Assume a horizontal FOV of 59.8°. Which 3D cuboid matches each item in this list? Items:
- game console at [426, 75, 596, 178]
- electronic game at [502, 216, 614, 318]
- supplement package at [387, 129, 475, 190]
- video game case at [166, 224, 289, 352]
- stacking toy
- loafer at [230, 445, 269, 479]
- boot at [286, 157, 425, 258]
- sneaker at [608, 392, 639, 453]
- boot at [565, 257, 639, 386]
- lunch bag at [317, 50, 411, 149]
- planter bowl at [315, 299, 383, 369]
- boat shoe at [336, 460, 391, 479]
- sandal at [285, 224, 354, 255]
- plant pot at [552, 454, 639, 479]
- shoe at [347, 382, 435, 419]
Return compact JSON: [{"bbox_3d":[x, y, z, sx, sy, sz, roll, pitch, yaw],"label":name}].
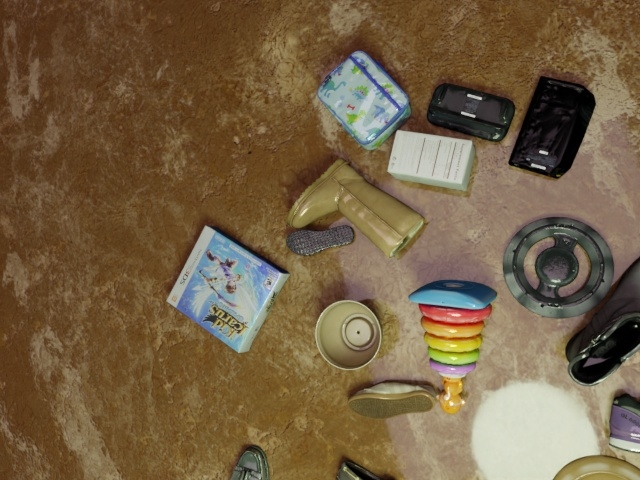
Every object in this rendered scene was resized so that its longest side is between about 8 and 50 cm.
[{"bbox_3d":[0.434,-0.295,1.309,0.361,0.044,0.213,22,91,20],"label":"game console"},{"bbox_3d":[0.526,0.059,1.239,0.229,0.048,0.230,-5,76,18],"label":"electronic game"},{"bbox_3d":[0.266,-0.190,1.325,0.179,0.105,0.105,13,90,20],"label":"supplement package"},{"bbox_3d":[-0.255,0.128,1.510,0.269,0.061,0.244,30,97,19],"label":"video game case"},{"bbox_3d":[0.302,0.248,1.263,0.175,0.165,0.302,3,97,30],"label":"stacking toy"},{"bbox_3d":[-0.196,0.672,1.427,0.096,0.084,0.268,8,88,20],"label":"loafer"},{"bbox_3d":[0.081,-0.051,1.377,0.269,0.089,0.236,42,89,18],"label":"boot"},{"bbox_3d":[0.736,0.376,1.109,0.283,0.107,0.124,5,81,20],"label":"sneaker"},{"bbox_3d":[0.625,0.152,1.102,0.118,0.222,0.338,37,98,20],"label":"boot"},{"bbox_3d":[0.113,-0.357,1.407,0.176,0.090,0.219,-40,75,10],"label":"lunch bag"},{"bbox_3d":[0.080,0.226,1.353,0.161,0.109,0.162,-2,84,19],"label":"planter bowl"},{"bbox_3d":[0.142,0.596,1.313,0.227,0.081,0.069,15,95,23],"label":"boat shoe"},{"bbox_3d":[0.000,0.000,1.446,0.179,0.040,0.067,-9,88,4],"label":"sandal"},{"bbox_3d":[0.605,0.580,1.174,0.236,0.032,0.237,-2,85,20],"label":"plant pot"},{"bbox_3d":[0.172,0.383,1.341,0.218,0.058,0.077,-10,113,23],"label":"shoe"}]
